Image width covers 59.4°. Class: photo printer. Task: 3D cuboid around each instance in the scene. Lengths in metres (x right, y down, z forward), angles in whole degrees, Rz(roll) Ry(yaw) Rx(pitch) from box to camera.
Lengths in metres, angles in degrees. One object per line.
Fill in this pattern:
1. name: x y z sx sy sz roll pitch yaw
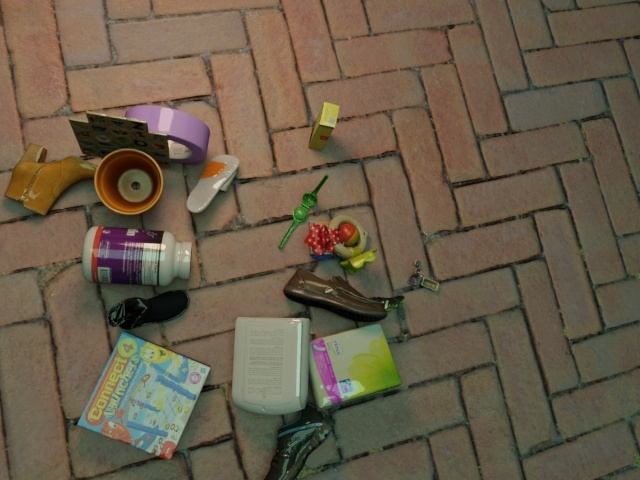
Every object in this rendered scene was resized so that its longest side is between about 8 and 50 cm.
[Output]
1. photo printer: -0.160 0.405 1.821 0.255 0.107 0.308 -2 79 15

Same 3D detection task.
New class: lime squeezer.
1. lime squeezer: -0.054 -0.108 1.988 0.058 0.110 0.310 29 106 -22

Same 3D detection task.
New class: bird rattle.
1. bird rattle: 0.076 0.001 1.986 0.253 0.143 0.207 32 52 -10

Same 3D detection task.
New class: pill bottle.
1. pill bottle: -0.580 0.054 1.798 0.322 0.181 0.182 4 79 -12

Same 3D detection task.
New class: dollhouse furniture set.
1. dollhouse furniture set: 0.393 0.128 2.043 0.114 0.081 0.091 22 76 -7

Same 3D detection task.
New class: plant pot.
1. plant pot: -0.609 -0.185 1.821 0.205 0.188 0.205 0 92 -11

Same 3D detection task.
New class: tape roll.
1. tape roll: -0.505 -0.342 1.838 0.274 0.275 0.090 9 77 -10

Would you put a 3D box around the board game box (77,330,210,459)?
1. board game box: -0.548 0.486 1.774 0.301 0.086 0.309 24 76 -7

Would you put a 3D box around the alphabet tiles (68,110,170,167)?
1. alphabet tiles: -0.623 -0.304 1.771 0.284 0.342 0.011 7 71 -10

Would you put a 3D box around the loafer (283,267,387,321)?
1. loafer: 0.061 0.179 1.921 0.365 0.134 0.130 18 71 0

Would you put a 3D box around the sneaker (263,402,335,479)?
1. sneaker: -0.103 0.689 1.831 0.139 0.125 0.341 38 68 14

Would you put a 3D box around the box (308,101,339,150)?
1. box: 0.008 -0.398 1.980 0.058 0.232 0.088 14 76 -9

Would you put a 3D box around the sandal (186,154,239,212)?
1. sandal: -0.374 -0.188 1.940 0.101 0.076 0.265 23 62 15

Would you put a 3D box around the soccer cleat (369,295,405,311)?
1. soccer cleat: 0.217 0.226 2.001 0.178 0.060 0.072 -23 84 -12

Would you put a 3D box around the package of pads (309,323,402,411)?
1. package of pads: 0.099 0.420 1.894 0.296 0.101 0.229 -11 66 -15

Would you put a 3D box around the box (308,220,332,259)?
1. box: 0.000 0.000 2.012 0.081 0.028 0.136 1 78 -13

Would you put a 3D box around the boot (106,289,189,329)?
1. boot: -0.533 0.217 1.764 0.246 0.207 0.094 -18 84 -15

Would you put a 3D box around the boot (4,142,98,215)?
1. boot: -0.855 -0.178 1.832 0.294 0.104 0.211 17 82 -3
